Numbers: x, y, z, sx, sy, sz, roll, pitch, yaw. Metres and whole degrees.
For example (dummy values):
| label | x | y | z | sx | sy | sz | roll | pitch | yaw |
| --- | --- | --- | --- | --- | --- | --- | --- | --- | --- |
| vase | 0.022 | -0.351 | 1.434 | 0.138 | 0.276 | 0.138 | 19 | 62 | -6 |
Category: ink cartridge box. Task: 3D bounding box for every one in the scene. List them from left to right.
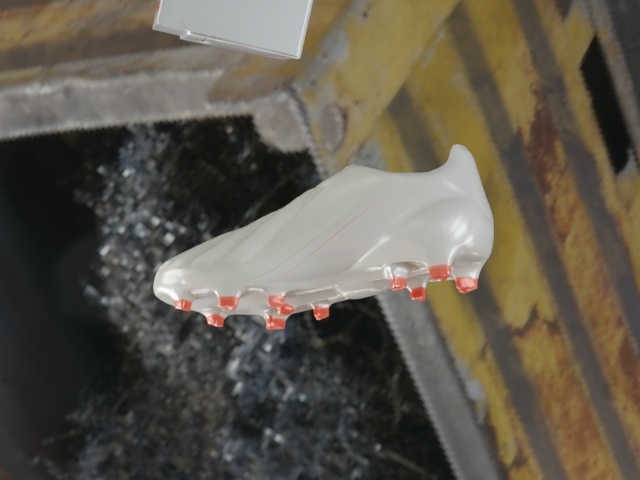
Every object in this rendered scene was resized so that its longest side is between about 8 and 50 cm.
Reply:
| label | x | y | z | sx | sy | sz | roll | pitch | yaw |
| --- | --- | --- | --- | --- | --- | --- | --- | --- | --- |
| ink cartridge box | -0.065 | -0.252 | 1.304 | 0.127 | 0.128 | 0.176 | 13 | 95 | -9 |

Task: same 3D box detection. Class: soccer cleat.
| label | x | y | z | sx | sy | sz | roll | pitch | yaw |
| --- | --- | --- | --- | --- | --- | --- | --- | --- | --- |
| soccer cleat | 0.000 | 0.000 | 0.812 | 0.196 | 0.076 | 0.068 | -10 | 159 | 25 |
